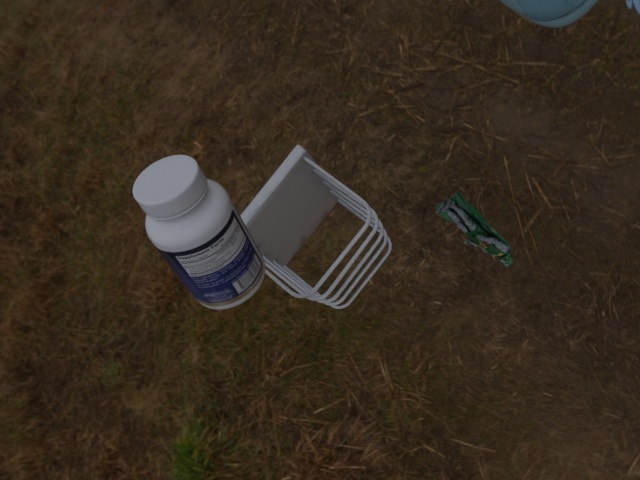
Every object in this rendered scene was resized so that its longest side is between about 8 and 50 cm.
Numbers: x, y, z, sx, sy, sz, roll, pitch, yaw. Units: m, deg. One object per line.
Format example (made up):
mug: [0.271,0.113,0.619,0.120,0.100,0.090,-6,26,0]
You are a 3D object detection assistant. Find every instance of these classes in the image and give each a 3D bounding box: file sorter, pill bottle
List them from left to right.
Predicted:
pill bottle: [-0.130,-0.007,0.559,0.094,0.169,0.094,-10,48,11]
file sorter: [0.000,0.000,0.893,0.173,0.278,0.193,38,90,18]

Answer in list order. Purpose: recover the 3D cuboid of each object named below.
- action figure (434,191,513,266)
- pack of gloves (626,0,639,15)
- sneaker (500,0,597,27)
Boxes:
action figure: [0.395,-0.016,1.283,0.232,0.137,0.063,39,76,-4]
pack of gloves: [0.690,-0.579,1.042,0.046,0.232,0.195,-25,17,-18]
sneaker: [0.164,-0.316,0.352,0.135,0.150,0.365,10,78,38]
